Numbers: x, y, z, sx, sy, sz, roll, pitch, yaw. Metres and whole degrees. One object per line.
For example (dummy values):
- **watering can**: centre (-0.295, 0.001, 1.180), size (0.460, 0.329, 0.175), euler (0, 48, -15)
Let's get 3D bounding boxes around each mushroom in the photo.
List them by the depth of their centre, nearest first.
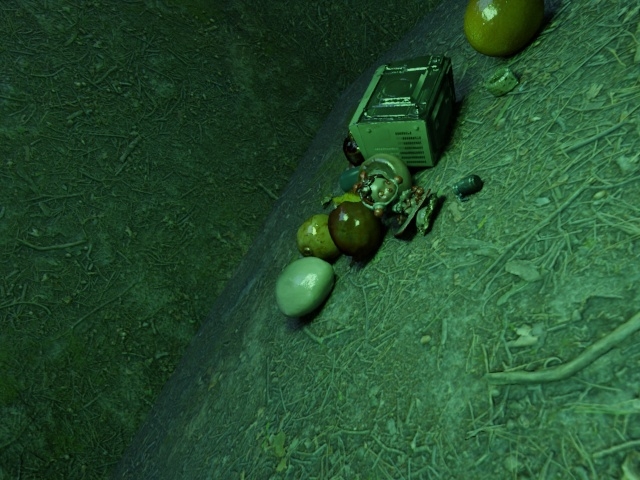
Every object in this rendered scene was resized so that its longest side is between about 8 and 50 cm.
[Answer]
- **mushroom**: centre (0.232, -0.216, 1.611), size (0.178, 0.227, 0.226), euler (-13, -11, -38)

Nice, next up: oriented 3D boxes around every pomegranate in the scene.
- **pomegranate**: centre (0.000, 0.000, 1.828), size (0.215, 0.215, 0.215), euler (-46, 20, 22)

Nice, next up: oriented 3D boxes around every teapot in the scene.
- **teapot**: centre (0.444, -0.159, 1.283), size (0.049, 0.064, 0.083), euler (-27, 0, -31)

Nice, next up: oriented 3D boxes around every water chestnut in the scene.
- **water chestnut**: centre (0.212, -0.491, 2.152), size (0.223, 0.238, 0.224), euler (-31, 31, 21)

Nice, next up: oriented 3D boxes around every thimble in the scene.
- **thimble**: centre (0.631, -0.550, 1.480), size (0.085, 0.062, 0.110), euler (-59, 18, -6)

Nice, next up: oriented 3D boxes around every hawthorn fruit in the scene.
- **hawthorn fruit**: centre (0.129, -0.022, 1.594), size (0.208, 0.207, 0.249), euler (-25, 63, 56)

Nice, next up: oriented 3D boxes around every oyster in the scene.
- **oyster**: centre (0.345, -0.095, 1.388), size (0.166, 0.053, 0.108), euler (-59, 12, -14)
- **oyster**: centre (0.031, -0.224, 2.422), size (0.146, 0.045, 0.122), euler (-65, 7, -30)

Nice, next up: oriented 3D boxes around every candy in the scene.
- **candy**: centre (-0.076, 0.183, 1.719), size (0.295, 0.185, 0.295), euler (-46, 14, 15)

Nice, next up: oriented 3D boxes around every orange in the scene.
- **orange**: centre (0.665, -0.815, 1.555), size (0.274, 0.274, 0.274), euler (-46, 20, 22)

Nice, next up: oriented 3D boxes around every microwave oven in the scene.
- **microwave oven**: centre (0.329, -0.511, 1.674), size (0.332, 0.247, 0.395), euler (5, 55, 31)

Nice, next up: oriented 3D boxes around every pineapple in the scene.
- **pineapple**: centre (0.169, -0.117, 1.779), size (0.139, 0.249, 0.164), euler (32, 121, 41)

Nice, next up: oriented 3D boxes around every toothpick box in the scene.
- **toothpick box**: centre (0.183, -0.294, 2.034), size (0.184, 0.120, 0.120), euler (-12, 45, 60)

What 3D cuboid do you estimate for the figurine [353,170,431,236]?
- **figurine**: centre (0.221, -0.153, 1.456), size (0.184, 0.226, 0.160), euler (-56, -3, -3)

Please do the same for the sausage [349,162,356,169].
- **sausage**: centre (0.188, -0.405, 2.289), size (0.077, 0.077, 0.194), euler (-44, 22, 27)

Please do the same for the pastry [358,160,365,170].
- **pastry**: centre (0.254, -0.290, 1.794), size (0.188, 0.103, 0.189), euler (-18, 26, 9)
